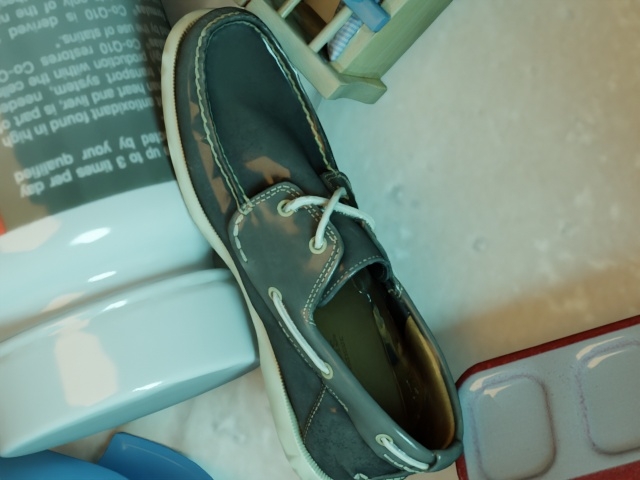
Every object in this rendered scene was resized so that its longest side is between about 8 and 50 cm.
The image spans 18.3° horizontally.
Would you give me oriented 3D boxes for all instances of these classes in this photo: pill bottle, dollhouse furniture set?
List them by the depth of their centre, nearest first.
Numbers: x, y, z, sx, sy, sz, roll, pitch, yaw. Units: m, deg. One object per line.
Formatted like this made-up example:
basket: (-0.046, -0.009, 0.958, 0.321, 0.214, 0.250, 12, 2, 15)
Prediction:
dollhouse furniture set: (-0.008, -0.154, 0.882, 0.129, 0.183, 0.129, 47, 107, 14)
pill bottle: (-0.138, -0.051, 0.950, 0.161, 0.161, 0.283, -23, 83, 21)

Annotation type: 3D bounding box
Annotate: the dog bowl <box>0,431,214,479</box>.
dog bowl: (-0.193, 0.139, 0.986, 0.297, 0.166, 0.074, 14, 109, 21)

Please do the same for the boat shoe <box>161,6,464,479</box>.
boat shoe: (0.000, 0.000, 0.894, 0.079, 0.084, 0.233, -15, 98, 52)

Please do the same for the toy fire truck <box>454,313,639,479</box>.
toy fire truck: (0.207, 0.128, 0.830, 0.302, 0.169, 0.254, -20, 64, 23)
